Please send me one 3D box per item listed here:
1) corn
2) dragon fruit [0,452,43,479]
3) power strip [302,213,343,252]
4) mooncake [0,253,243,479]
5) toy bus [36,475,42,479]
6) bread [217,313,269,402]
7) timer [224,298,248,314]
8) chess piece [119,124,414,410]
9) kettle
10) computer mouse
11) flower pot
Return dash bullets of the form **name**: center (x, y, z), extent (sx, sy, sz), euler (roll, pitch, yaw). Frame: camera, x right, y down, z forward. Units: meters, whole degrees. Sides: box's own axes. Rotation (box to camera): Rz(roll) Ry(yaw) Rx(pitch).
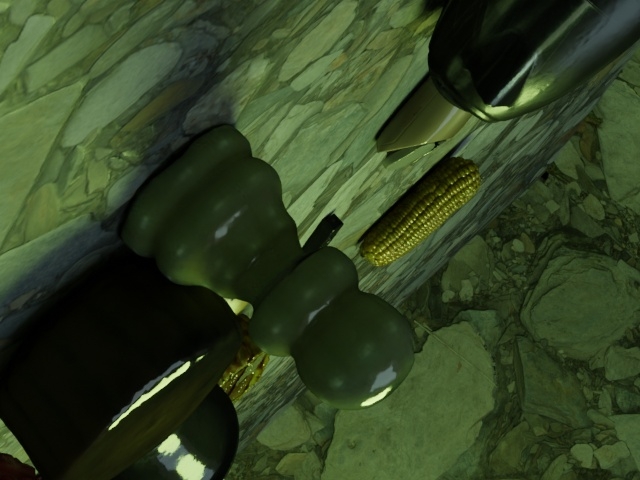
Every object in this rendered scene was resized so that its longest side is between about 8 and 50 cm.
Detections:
- **corn**: center (0.206, -0.055, 2.662), extent (0.313, 0.102, 0.102), euler (-43, 170, -12)
- **dragon fruit**: center (-0.427, 0.407, 1.594), extent (0.291, 0.250, 0.269), euler (-34, 175, 40)
- **power strip**: center (0.000, 0.000, 2.247), extent (0.038, 0.029, 0.111), euler (-34, 166, -46)
- **mooncake**: center (-0.235, 0.147, 1.514), extent (0.290, 0.161, 0.290), euler (-42, 168, -11)
- **toy bus**: center (-0.394, 0.409, 2.063), extent (0.274, 0.112, 0.090), euler (-35, 166, -44)
- **bread**: center (-0.176, 0.230, 2.275), extent (0.181, 0.096, 0.222), euler (-38, 166, -36)
- **timer**: center (-0.144, 0.057, 1.785), extent (0.107, 0.109, 0.107), euler (-24, 134, -27)
- **chess piece**: center (-0.041, 0.048, 1.409), extent (0.182, 0.330, 0.182), euler (-45, 171, -9)
- **kettle**: center (0.273, -0.308, 1.691), extent (0.324, 0.228, 0.321), euler (-44, -158, 21)
- **computer mouse**: center (0.185, -0.202, 2.036), extent (0.236, 0.082, 0.145), euler (-49, 170, 18)
- **flower pot**: center (-0.249, 0.272, 1.907), extent (0.235, 0.235, 0.148), euler (-43, 150, -9)
